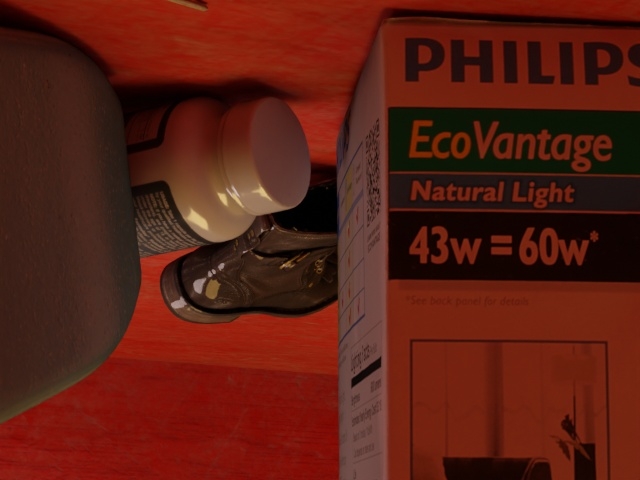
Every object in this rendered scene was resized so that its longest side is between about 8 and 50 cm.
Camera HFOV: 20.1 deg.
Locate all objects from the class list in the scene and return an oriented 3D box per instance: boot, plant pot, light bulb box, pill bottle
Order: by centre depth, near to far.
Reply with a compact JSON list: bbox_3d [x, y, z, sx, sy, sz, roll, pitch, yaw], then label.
[{"bbox_3d":[-0.251,-0.014,1.188,0.248,0.247,0.252,-4,-175,30],"label":"plant pot"},{"bbox_3d":[0.131,0.071,1.215,0.225,0.361,0.358,1,171,-4],"label":"light bulb box"},{"bbox_3d":[-0.103,-0.046,1.309,0.180,0.108,0.108,-10,166,30],"label":"pill bottle"},{"bbox_3d":[0.000,0.000,1.630,0.263,0.091,0.229,-15,169,-40],"label":"boot"}]

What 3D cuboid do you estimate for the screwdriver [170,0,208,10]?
[{"bbox_3d":[-0.113,-0.144,1.005,0.025,0.024,0.170,31,-167,38],"label":"screwdriver"}]
